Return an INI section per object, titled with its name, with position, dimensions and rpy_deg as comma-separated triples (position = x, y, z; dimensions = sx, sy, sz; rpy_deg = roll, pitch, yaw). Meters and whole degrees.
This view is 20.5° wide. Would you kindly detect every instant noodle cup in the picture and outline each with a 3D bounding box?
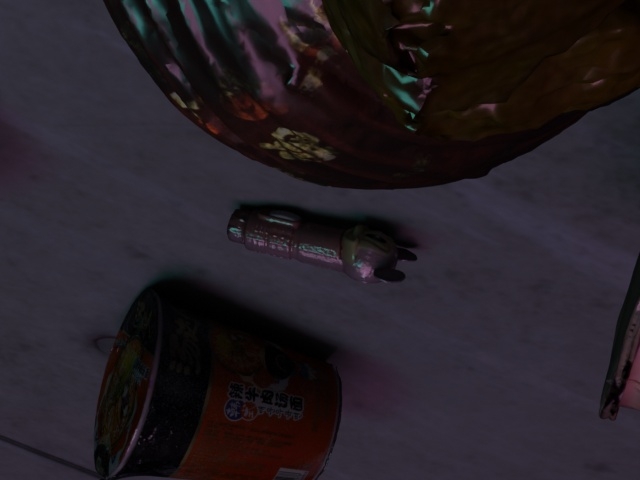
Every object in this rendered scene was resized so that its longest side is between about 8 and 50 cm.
[instant noodle cup]
position = -0.064, 0.106, 1.144
dimensions = 0.136, 0.127, 0.127
rpy_deg = 15, 150, -18

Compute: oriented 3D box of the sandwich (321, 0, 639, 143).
[sandwich]
position = 0.067, -0.204, 0.426
dimensions = 0.262, 0.325, 0.131
rpy_deg = -22, 148, -9

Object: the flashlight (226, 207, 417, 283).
[flashlight]
position = 0.000, 0.000, 1.021
dimensions = 0.110, 0.052, 0.031
rpy_deg = 14, 113, 11

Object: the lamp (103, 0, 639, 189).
[lamp]
position = 0.025, -0.135, 0.618
dimensions = 0.247, 0.247, 0.247
rpy_deg = 10, 149, 6

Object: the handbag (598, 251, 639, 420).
[handbag]
position = 0.210, 0.006, 0.813
dimensions = 0.116, 0.179, 0.205
rpy_deg = 19, 143, 7
